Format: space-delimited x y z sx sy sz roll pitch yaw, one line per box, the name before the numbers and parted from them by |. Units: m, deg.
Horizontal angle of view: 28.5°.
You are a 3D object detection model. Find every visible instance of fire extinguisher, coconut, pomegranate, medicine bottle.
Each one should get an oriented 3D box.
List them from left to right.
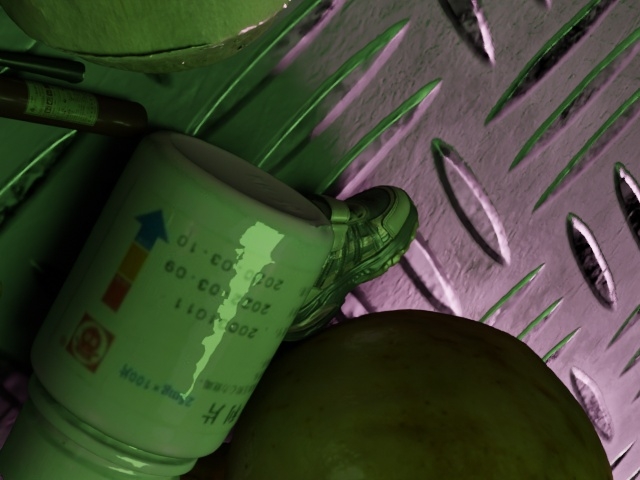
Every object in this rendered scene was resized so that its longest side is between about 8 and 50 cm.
fire extinguisher | -0.192 -0.104 0.878 0.173 0.035 0.049 6 118 -49
coconut | -0.106 -0.222 0.734 0.224 0.224 0.234 -27 132 -26
medicine bottle | -0.125 0.076 0.968 0.170 0.170 0.293 19 104 -49
pomegranate | 0.057 0.239 1.141 0.410 0.410 0.410 -24 133 -29

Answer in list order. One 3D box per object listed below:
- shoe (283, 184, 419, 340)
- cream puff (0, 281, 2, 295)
shoe | 0.000 0.000 1.103 0.180 0.089 0.092 -42 127 -14
cream puff | -0.314 0.065 0.709 0.270 0.274 0.323 28 101 -40
